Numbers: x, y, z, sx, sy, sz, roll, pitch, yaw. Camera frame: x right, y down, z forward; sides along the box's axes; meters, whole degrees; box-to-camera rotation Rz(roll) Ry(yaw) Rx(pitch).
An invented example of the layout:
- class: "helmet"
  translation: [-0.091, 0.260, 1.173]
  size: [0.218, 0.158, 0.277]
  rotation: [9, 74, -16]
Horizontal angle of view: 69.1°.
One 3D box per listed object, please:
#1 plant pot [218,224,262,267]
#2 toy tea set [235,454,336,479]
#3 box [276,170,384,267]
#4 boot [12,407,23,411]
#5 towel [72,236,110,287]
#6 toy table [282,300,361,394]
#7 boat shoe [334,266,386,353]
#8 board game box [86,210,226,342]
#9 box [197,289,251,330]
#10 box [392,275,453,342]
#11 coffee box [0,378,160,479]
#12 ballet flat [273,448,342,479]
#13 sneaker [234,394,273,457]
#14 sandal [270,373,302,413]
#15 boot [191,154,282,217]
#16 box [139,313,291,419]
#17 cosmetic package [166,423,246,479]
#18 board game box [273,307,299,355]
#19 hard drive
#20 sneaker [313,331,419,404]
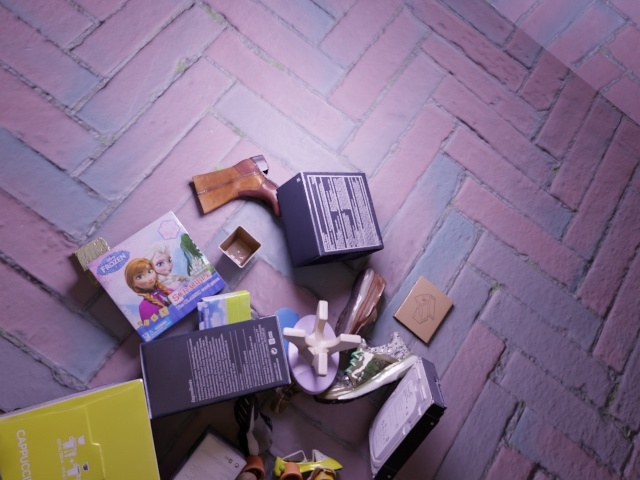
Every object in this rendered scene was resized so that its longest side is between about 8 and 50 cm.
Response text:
- class: "plant pot"
  translation: [-0.283, 0.030, 1.625]
  size: [0.109, 0.096, 0.109]
  rotation: [42, 71, -1]
- class: "toy tea set"
  translation: [-0.109, 0.789, 1.432]
  size: [0.335, 0.124, 0.200]
  rotation: [18, 107, -13]
- class: "box"
  translation: [0.031, -0.077, 1.638]
  size: [0.293, 0.182, 0.297]
  rotation: [-5, 77, -39]
- class: "boot"
  translation: [-0.854, 0.601, 1.383]
  size: [0.106, 0.082, 0.219]
  rotation: [-42, 101, 7]
- class: "towel"
  translation: [-0.736, 0.071, 1.543]
  size: [0.110, 0.027, 0.148]
  rotation: [-33, 86, -19]
- class: "toy table"
  translation: [-0.011, 0.340, 1.518]
  size: [0.251, 0.161, 0.275]
  rotation: [-1, 53, -18]
- class: "boat shoe"
  translation: [0.150, 0.259, 1.667]
  size: [0.116, 0.123, 0.325]
  rotation: [28, 78, -13]
- class: "board game box"
  translation: [-0.535, 0.119, 1.544]
  size: [0.318, 0.066, 0.318]
  rotation: [-38, 95, -19]
- class: "box"
  translation: [-0.325, 0.237, 1.562]
  size: [0.178, 0.042, 0.109]
  rotation: [-8, 103, -26]
- class: "box"
  translation: [0.393, 0.261, 1.775]
  size: [0.164, 0.021, 0.201]
  rotation: [39, 72, -2]
- class: "coffee box"
  translation: [-0.650, 0.584, 1.237]
  size: [0.337, 0.334, 0.338]
  rotation: [-8, 79, -35]
- class: "ballet flat"
  translation: [-0.040, 0.733, 1.535]
  size: [0.230, 0.077, 0.078]
  rotation: [-1, 73, -12]
- class: "sneaker"
  translation: [-0.205, 0.575, 1.470]
  size: [0.107, 0.100, 0.272]
  rotation: [-19, 127, -28]
- class: "sandal"
  translation: [-0.103, 0.509, 1.588]
  size: [0.072, 0.049, 0.180]
  rotation: [39, 86, 3]
- class: "boot"
  translation: [-0.290, -0.160, 1.669]
  size: [0.280, 0.096, 0.264]
  rotation: [-23, 84, -16]
- class: "box"
  translation: [-0.321, 0.379, 1.433]
  size: [0.394, 0.293, 0.212]
  rotation: [-10, 79, -16]
- class: "cosmetic package"
  translation: [-0.394, 0.760, 1.380]
  size: [0.155, 0.197, 0.366]
  rotation: [40, 70, -2]
- class: "board game box"
  translation: [-0.123, 0.320, 1.610]
  size: [0.133, 0.033, 0.169]
  rotation: [-1, 74, -47]
- class: "hard drive"
  translation: [0.266, 0.568, 1.484]
  size: [0.064, 0.237, 0.339]
  rotation: [29, 109, -8]
- class: "sneaker"
  translation: [0.148, 0.443, 1.629]
  size: [0.409, 0.158, 0.182]
  rotation: [-17, 68, -21]
